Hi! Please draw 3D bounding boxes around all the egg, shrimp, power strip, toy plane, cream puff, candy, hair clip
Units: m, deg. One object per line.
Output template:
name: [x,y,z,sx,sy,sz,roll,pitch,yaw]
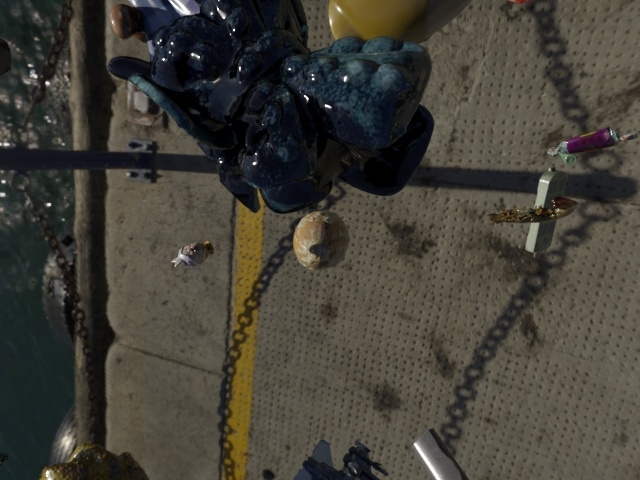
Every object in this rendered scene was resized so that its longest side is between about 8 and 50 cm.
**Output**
egg: [0.000,0.000,1.631,0.203,0.245,0.203,8,125,12]
shrimp: [0.320,-0.044,0.703,0.127,0.091,0.025,-6,76,5]
power strip: [0.529,-0.060,1.091,0.029,0.080,0.227,29,126,47]
toy plane: [0.057,0.388,0.697,0.234,0.160,0.082,20,133,29]
cream puff: [-0.333,0.427,0.667,0.196,0.244,0.244,-15,94,44]
candy: [0.573,-0.211,0.989,0.175,0.045,0.043,-8,103,44]
hair clip: [-0.048,-0.150,0.456,0.206,0.194,0.310,-43,65,0]

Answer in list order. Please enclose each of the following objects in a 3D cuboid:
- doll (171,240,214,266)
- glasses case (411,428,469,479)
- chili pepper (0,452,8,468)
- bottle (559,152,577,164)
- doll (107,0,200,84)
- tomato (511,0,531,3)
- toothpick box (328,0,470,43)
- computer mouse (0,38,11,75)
doll: [-0.385,0.039,1.399,0.073,0.127,0.084,48,141,19]
glasses case: [0.277,0.514,1.014,0.072,0.042,0.190,-53,43,16]
chili pepper: [-0.539,0.386,0.645,0.088,0.059,0.227,40,70,14]
bottle: [0.675,-0.236,1.270,0.030,0.083,0.030,6,122,9]
doll: [-0.194,-0.404,0.678,0.318,0.209,0.340,-23,96,-21]
tomato: [0.459,-0.626,1.003,0.189,0.099,0.173,-45,60,18]
toothpick box: [0.238,-0.784,1.386,0.425,0.409,0.409,-26,89,37]
computer mouse: [-0.508,-0.219,0.596,0.122,0.217,0.073,6,134,9]
